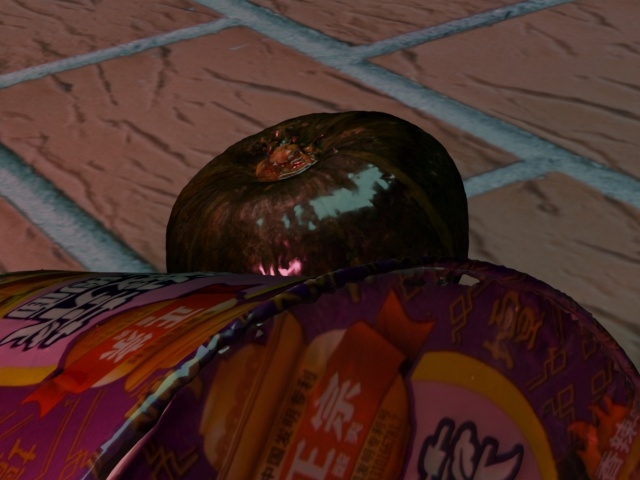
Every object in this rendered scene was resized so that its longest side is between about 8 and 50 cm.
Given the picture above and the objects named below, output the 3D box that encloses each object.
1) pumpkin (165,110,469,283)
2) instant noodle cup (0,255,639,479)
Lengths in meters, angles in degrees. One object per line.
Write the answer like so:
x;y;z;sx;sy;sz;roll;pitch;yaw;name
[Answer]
0.000;0.000;1.082;0.223;0.157;0.224;-22;22;9;pumpkin
-0.054;0.155;0.623;0.340;0.340;0.266;-24;21;-34;instant noodle cup
